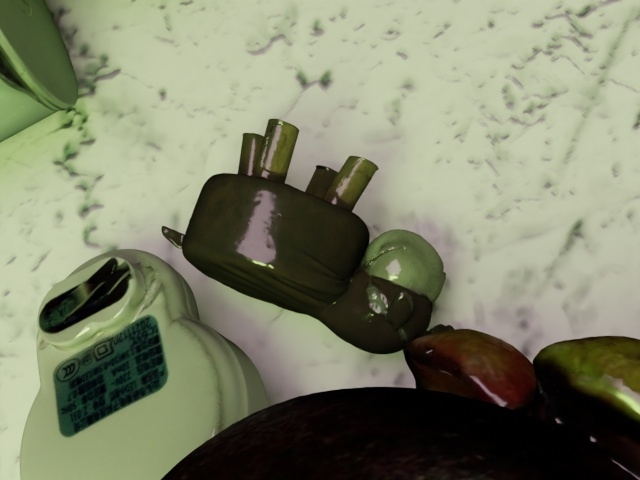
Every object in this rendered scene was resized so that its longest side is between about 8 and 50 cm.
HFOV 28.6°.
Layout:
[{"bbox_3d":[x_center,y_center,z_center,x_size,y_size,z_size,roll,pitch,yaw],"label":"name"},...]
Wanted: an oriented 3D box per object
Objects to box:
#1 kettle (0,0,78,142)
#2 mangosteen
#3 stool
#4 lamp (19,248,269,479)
[{"bbox_3d":[-0.374,-0.130,1.006,0.318,0.265,0.205,-27,98,7],"label":"kettle"},{"bbox_3d":[0.080,0.216,0.652,0.382,0.382,0.435,27,69,23],"label":"mangosteen"},{"bbox_3d":[0.000,0.000,0.873,0.217,0.125,0.121,20,77,12],"label":"stool"},{"bbox_3d":[-0.122,0.122,0.873,0.179,0.108,0.246,-25,60,11],"label":"lamp"}]
